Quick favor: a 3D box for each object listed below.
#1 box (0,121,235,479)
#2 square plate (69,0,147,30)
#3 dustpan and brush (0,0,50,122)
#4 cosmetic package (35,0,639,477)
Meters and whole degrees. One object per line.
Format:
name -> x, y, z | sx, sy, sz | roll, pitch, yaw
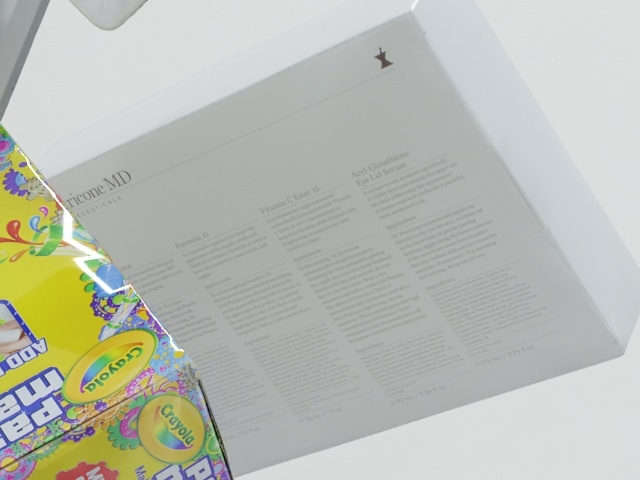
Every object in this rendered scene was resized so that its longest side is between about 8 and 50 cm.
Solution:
box -> -0.178, 0.130, 1.154 | 0.177, 0.279, 0.290 | -29, -46, -16
square plate -> -0.129, -0.333, 0.994 | 0.344, 0.347, 0.049 | -38, 8, 37
dustpan and brush -> -0.286, -0.128, 1.188 | 0.060, 0.211, 0.147 | -103, 35, -58
cosmetic package -> 0.000, 0.000, 1.369 | 0.377, 0.284, 0.097 | -21, 25, 33
